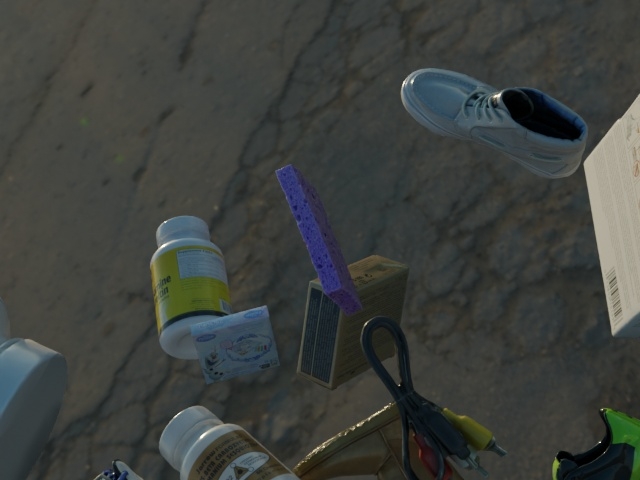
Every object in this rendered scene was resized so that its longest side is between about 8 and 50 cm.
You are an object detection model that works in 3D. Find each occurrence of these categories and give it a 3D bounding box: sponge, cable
[{"bbox_3d":[0.000,0.000,1.526,0.031,0.117,0.210,-25,67,9],"label":"sponge"},{"bbox_3d":[0.137,0.252,1.552,0.139,0.287,0.072,-39,-10,-3],"label":"cable"}]

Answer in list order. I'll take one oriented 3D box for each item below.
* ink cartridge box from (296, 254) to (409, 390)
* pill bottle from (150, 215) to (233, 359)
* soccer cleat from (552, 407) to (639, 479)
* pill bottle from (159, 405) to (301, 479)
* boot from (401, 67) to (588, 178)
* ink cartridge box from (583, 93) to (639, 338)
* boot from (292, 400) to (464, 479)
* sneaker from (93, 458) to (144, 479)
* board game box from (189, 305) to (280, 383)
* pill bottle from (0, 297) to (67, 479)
[{"bbox_3d":[0.064,0.148,1.972,0.088,0.193,0.235,20,21,29],"label":"ink cartridge box"},{"bbox_3d":[-0.177,0.061,1.434,0.103,0.103,0.184,-27,54,19],"label":"pill bottle"},{"bbox_3d":[0.216,0.222,0.885,0.178,0.072,0.060,-58,1,5],"label":"soccer cleat"},{"bbox_3d":[-0.139,0.357,1.611,0.229,0.131,0.131,34,76,35],"label":"pill bottle"},{"bbox_3d":[0.225,-0.173,1.360,0.258,0.123,0.095,25,75,11],"label":"boot"},{"bbox_3d":[0.430,-0.042,1.367,0.239,0.060,0.275,113,158,-62],"label":"ink cartridge box"},{"bbox_3d":[0.116,0.410,1.647,0.236,0.269,0.089,-32,-7,9],"label":"boot"},{"bbox_3d":[-0.226,0.377,1.339,0.127,0.182,0.315,-53,15,-25],"label":"sneaker"},{"bbox_3d":[-0.097,0.121,1.213,0.090,0.090,0.020,-14,45,-5],"label":"board game box"},{"bbox_3d":[-0.354,0.076,0.743,0.323,0.181,0.181,22,57,7],"label":"pill bottle"}]
